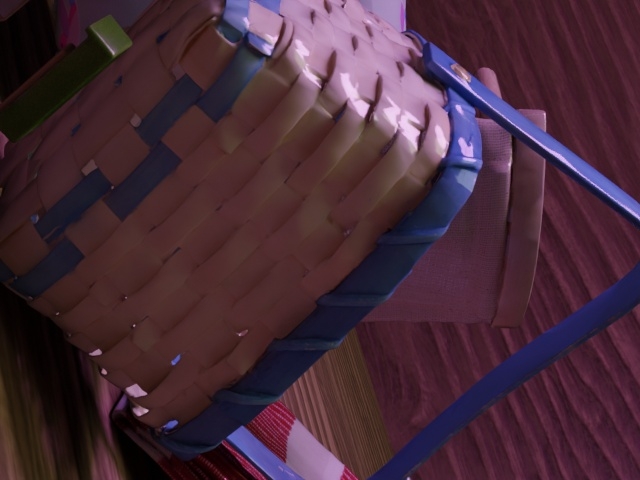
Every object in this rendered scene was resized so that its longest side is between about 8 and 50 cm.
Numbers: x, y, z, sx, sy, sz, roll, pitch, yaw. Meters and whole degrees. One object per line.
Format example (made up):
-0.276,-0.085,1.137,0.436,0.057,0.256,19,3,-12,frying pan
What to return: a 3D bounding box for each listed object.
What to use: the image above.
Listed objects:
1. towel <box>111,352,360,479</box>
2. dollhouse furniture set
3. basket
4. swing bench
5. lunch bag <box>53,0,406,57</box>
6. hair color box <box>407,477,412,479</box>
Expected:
0.012,0.181,0.943,0.329,0.037,0.237,44,7,-6,towel
-0.147,-0.119,0.596,0.151,0.058,0.076,51,16,-10,dollhouse furniture set
0.000,0.000,0.754,0.289,0.255,0.201,42,20,-20,basket
0.005,-0.025,0.997,0.254,0.253,0.165,-89,-179,-77,swing bench
-0.061,-0.152,0.943,0.279,0.224,0.108,-99,-172,-78,lunch bag
0.092,0.388,1.492,0.374,0.114,0.185,65,7,-61,hair color box
